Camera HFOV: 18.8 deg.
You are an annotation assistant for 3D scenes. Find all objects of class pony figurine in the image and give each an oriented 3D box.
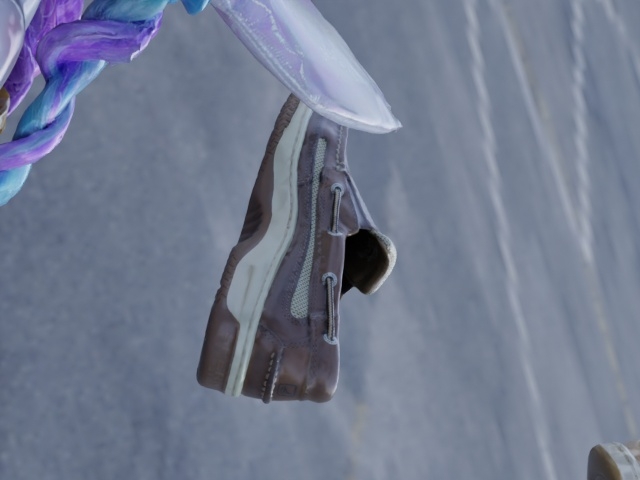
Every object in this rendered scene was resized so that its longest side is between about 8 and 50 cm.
[{"bbox_3d":[-0.085,-0.185,0.841,0.363,0.303,0.351,-64,170,17],"label":"pony figurine"}]

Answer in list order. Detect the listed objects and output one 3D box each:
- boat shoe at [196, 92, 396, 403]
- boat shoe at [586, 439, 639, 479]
[{"bbox_3d":[-0.001,0.006,1.187,0.095,0.095,0.257,103,3,-46],"label":"boat shoe"},{"bbox_3d":[0.133,0.131,0.617,0.063,0.059,0.170,-118,-175,-69],"label":"boat shoe"}]
